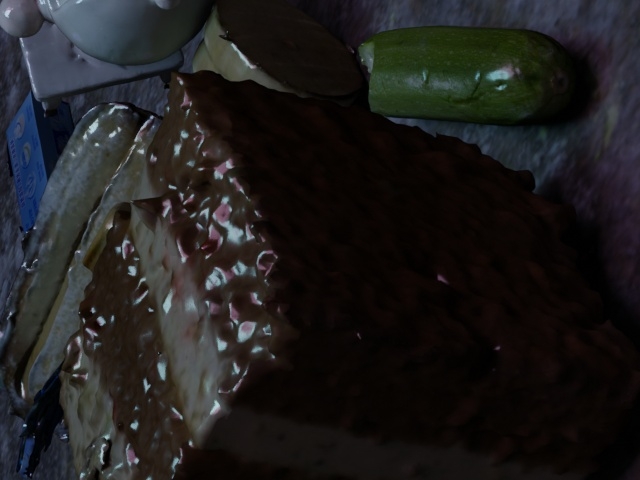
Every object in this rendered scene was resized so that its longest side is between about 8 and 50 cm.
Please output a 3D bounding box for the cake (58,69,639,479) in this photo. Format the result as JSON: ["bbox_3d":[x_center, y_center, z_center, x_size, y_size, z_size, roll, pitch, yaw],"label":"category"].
[{"bbox_3d":[-0.002,0.086,1.193,0.290,0.282,0.256,-61,28,28],"label":"cake"}]

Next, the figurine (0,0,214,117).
[{"bbox_3d":[-0.165,-0.188,1.567,0.256,0.181,0.145,144,131,-76],"label":"figurine"}]

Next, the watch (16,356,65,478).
[{"bbox_3d":[-0.074,0.156,1.432,0.068,0.276,0.274,-62,5,11],"label":"watch"}]

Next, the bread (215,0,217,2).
[{"bbox_3d":[-0.121,-0.287,1.733,0.260,0.134,0.129,-16,64,58],"label":"bread"}]

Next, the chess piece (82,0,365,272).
[{"bbox_3d":[-0.084,-0.045,1.576,0.301,0.137,0.137,-60,32,31],"label":"chess piece"}]

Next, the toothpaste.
[{"bbox_3d":[-0.267,-0.040,1.967,0.066,0.053,0.272,-53,35,28],"label":"toothpaste"}]

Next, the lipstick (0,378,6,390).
[{"bbox_3d":[-0.342,0.115,2.028,0.158,0.048,0.048,24,98,61],"label":"lipstick"}]

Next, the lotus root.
[{"bbox_3d":[-0.180,0.030,1.721,0.329,0.167,0.078,-61,-12,24],"label":"lotus root"}]

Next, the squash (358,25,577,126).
[{"bbox_3d":[0.092,-0.113,1.337,0.239,0.069,0.069,11,87,61],"label":"squash"}]
